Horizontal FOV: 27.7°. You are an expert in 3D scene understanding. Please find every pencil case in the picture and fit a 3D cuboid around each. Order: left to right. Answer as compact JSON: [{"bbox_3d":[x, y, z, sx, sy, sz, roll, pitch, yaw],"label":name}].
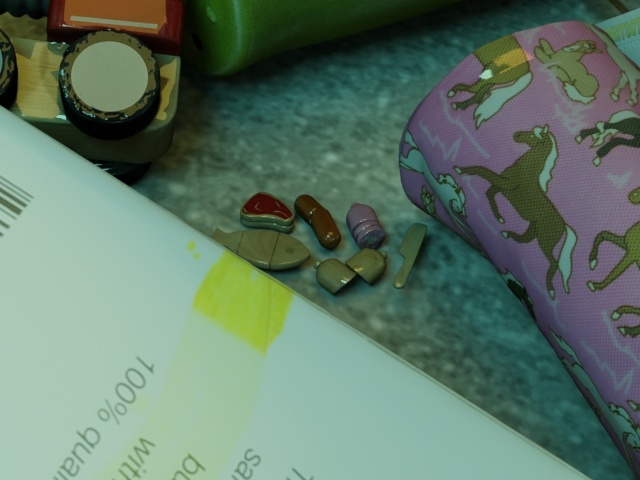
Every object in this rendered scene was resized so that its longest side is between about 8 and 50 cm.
[{"bbox_3d":[0.197,0.053,0.698,0.167,0.160,0.386,0,45,-43],"label":"pencil case"}]

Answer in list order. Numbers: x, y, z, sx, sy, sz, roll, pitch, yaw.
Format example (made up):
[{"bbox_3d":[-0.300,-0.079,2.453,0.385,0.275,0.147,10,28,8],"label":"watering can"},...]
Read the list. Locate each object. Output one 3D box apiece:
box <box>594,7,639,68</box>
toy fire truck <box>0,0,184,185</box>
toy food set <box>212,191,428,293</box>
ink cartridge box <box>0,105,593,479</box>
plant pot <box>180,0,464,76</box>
[{"bbox_3d":[0.287,-0.131,0.848,0.183,0.231,0.056,-6,90,-17],"label":"box"},{"bbox_3d":[-0.192,-0.165,0.803,0.217,0.158,0.246,5,73,-7],"label":"toy fire truck"},{"bbox_3d":[0.000,0.000,0.802,0.122,0.019,0.078,15,47,12],"label":"toy food set"},{"bbox_3d":[-0.117,0.131,0.436,0.384,0.160,0.279,33,62,1],"label":"ink cartridge box"},{"bbox_3d":[0.015,-0.291,0.873,0.353,0.366,0.366,-33,62,-20],"label":"plant pot"}]
